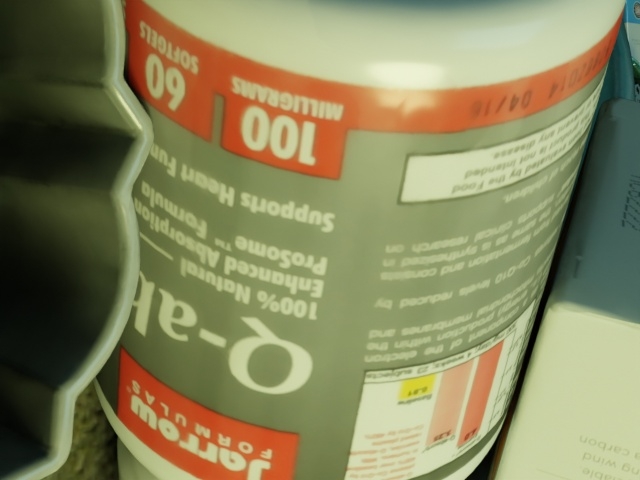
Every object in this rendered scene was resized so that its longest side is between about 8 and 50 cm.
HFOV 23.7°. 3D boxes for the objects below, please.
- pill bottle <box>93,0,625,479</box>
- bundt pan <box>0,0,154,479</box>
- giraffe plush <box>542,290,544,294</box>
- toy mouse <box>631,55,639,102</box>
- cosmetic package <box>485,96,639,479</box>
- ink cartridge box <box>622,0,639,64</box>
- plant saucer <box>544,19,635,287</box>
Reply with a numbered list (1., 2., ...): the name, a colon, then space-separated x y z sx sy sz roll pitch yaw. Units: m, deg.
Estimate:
1. pill bottle: 0.000 0.000 0.699 0.210 0.210 0.363 -46 154 -45
2. bundt pan: -0.227 -0.021 0.510 0.330 0.124 0.331 -9 104 -39
3. giraffe plush: 0.156 0.087 1.078 0.170 0.210 0.181 26 69 -20
4. toy mouse: 0.215 -0.092 1.205 0.143 0.031 0.161 30 85 -11
5. cosmetic package: 0.168 0.177 0.876 0.230 0.161 0.453 -62 165 -57
6. ink cartridge box: 0.255 -0.122 1.287 0.104 0.061 0.181 -5 92 -54
7. plant saucer: 0.070 -0.114 0.918 0.317 0.043 0.318 7 74 -26
